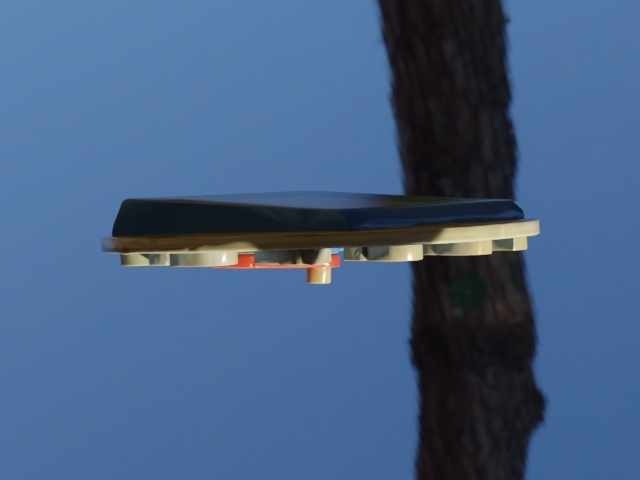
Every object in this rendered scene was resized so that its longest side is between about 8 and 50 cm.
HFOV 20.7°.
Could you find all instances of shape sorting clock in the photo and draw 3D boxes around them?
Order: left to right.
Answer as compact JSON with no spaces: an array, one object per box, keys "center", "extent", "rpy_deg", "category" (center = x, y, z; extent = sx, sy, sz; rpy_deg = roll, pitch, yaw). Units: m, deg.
[{"center":[0.000,0.000,0.826],"extent":[0.206,0.040,0.206],"rpy_deg":[1,-175,0],"category":"shape sorting clock"}]
